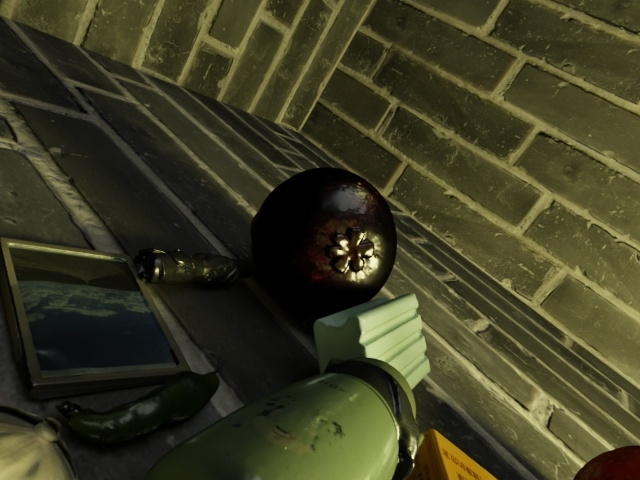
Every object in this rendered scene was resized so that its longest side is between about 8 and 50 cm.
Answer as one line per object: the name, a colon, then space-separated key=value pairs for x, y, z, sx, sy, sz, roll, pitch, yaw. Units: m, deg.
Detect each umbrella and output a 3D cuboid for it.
umbrella: x=-0.203 y=0.051 z=0.766 sx=0.236 sy=0.059 sz=0.066 roll=12 pitch=40 yaw=-55

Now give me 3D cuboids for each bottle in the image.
bottle: x=-0.002 y=0.225 z=0.461 sx=0.168 sy=0.168 sz=0.347 roll=40 pitch=21 yaw=22

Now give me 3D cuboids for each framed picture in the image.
framed picture: x=-0.298 y=0.090 z=0.573 sx=0.189 sy=0.023 sz=0.260 roll=15 pitch=24 yaw=-50

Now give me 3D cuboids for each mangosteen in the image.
mangosteen: x=0.007 y=0.011 z=0.892 sx=0.297 sy=0.297 sz=0.313 roll=34 pitch=-20 yaw=5

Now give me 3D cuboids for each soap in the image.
soap: x=0.098 y=0.187 z=0.752 sx=0.265 sy=0.088 sz=0.159 roll=-4 pitch=83 yaw=-60

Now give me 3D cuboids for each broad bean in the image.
broad bean: x=-0.179 y=0.182 z=0.489 sx=0.195 sy=0.046 sz=0.061 roll=6 pitch=34 yaw=-51

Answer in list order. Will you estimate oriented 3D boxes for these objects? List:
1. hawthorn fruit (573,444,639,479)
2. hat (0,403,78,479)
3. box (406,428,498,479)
hawthorn fruit: x=0.509 y=0.429 z=0.685 sx=0.263 sy=0.231 sz=0.235 roll=36 pitch=-7 yaw=4
hat: x=-0.253 y=0.185 z=0.216 sx=0.219 sy=0.164 sz=0.226 roll=33 pitch=-3 yaw=6
box: x=0.185 y=0.373 z=0.494 sx=0.174 sy=0.076 sz=0.274 roll=40 pitch=16 yaw=-12
